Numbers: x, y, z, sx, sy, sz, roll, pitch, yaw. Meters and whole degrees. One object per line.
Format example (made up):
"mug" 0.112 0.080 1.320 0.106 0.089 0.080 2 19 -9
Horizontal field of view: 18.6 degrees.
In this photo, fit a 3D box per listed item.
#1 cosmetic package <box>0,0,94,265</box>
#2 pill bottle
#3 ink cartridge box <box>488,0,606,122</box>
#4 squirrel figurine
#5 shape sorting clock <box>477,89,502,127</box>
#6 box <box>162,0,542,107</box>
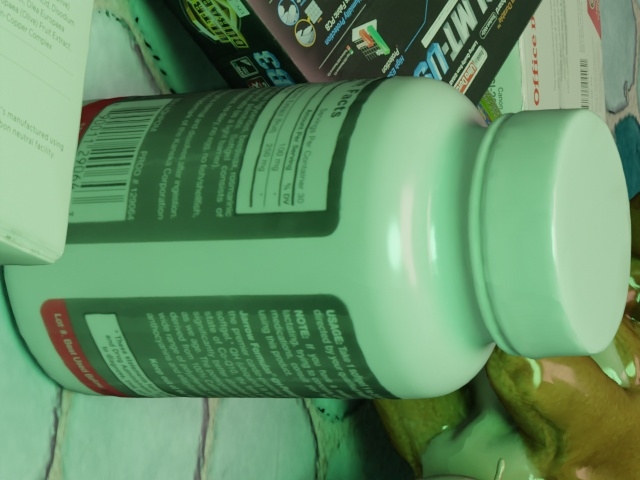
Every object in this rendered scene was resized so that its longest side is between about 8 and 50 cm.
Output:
"cosmetic package" -0.205 -0.180 0.833 0.155 0.197 0.365 33 59 -58
"pill bottle" 0.000 0.000 1.082 0.176 0.319 0.176 7 83 -64
"ink cartridge box" 0.169 -0.172 1.693 0.218 0.092 0.158 -6 93 -65
"squirrel figurine" 0.162 0.202 1.434 0.397 0.281 0.370 64 34 -43
"shape sorting clock" 0.082 -0.121 1.487 0.206 0.040 0.206 41 22 -21
"box" 0.018 -0.212 1.278 0.293 0.073 0.295 52 51 -26
